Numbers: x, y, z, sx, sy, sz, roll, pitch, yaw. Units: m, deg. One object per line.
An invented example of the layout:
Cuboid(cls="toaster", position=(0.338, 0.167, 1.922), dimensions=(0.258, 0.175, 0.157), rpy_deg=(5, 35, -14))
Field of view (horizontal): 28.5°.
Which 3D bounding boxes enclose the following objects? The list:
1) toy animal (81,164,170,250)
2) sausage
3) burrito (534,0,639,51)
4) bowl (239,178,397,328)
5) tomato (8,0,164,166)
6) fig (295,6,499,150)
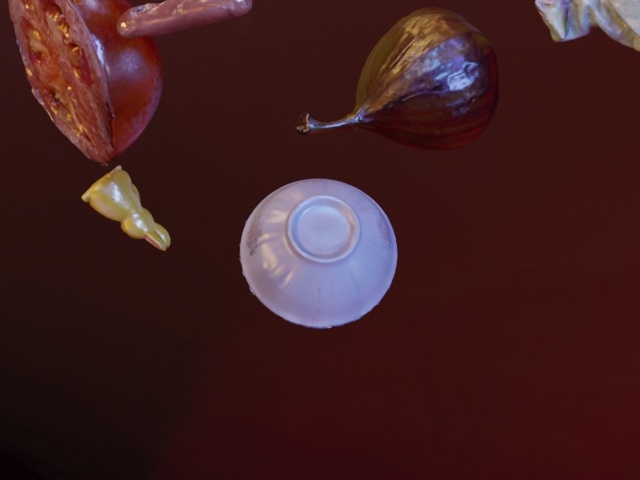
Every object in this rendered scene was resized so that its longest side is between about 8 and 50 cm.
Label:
Cuboid(cls="toy animal", position=(-0.313, -0.038, 2.068), dimensions=(0.070, 0.159, 0.083), rpy_deg=(-22, 23, 52))
Cuboid(cls="sausage", position=(-0.141, -0.226, 1.260), dimensions=(0.158, 0.042, 0.036), rpy_deg=(-8, 76, 27))
Cuboid(cls="burrito", position=(0.290, -0.195, 0.986), dimensions=(0.089, 0.229, 0.144), rpy_deg=(-49, -25, -47))
Cuboid(cls="bowl", position=(0.000, 0.000, 1.457), dimensions=(0.189, 0.189, 0.086), rpy_deg=(-63, -6, -20))
Cuboid(cls="tomato", position=(-0.341, -0.293, 1.909), dimensions=(0.144, 0.338, 0.338), rpy_deg=(-29, 10, -26))
Cuboid(cls="fig", position=(0.105, -0.211, 1.877), dimensions=(0.321, 0.217, 0.217), rpy_deg=(-24, 14, -18))
